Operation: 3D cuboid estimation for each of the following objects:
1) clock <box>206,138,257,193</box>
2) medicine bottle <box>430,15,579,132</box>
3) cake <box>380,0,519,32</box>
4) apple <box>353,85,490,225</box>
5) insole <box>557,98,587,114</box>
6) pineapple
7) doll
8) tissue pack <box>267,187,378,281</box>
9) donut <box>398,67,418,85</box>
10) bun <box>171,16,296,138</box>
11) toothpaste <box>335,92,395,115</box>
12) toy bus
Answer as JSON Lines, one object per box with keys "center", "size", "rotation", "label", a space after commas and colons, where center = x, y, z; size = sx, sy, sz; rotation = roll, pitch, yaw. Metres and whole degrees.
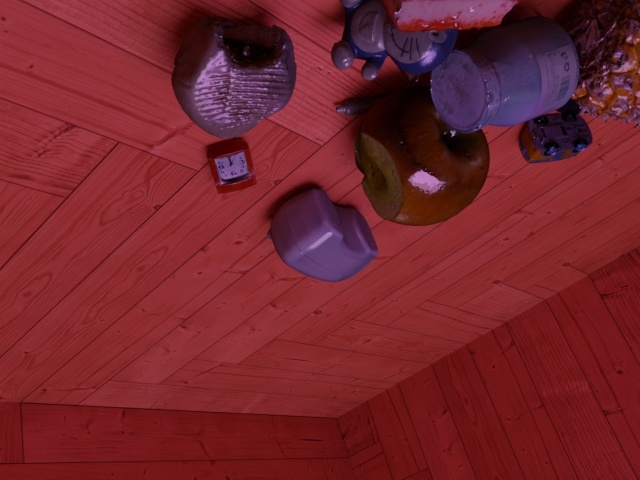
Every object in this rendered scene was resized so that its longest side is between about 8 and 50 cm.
{"center": [-0.241, -0.204, 1.846], "size": [0.113, 0.061, 0.155], "rotation": [-15, 146, -6], "label": "clock"}
{"center": [0.437, -0.395, 1.657], "size": [0.290, 0.245, 0.245], "rotation": [-21, 153, -26], "label": "medicine bottle"}
{"center": [0.246, -0.586, 1.278], "size": [0.270, 0.269, 0.319], "rotation": [-6, 147, -19], "label": "cake"}
{"center": [0.246, -0.217, 1.826], "size": [0.384, 0.374, 0.374], "rotation": [23, 133, -25], "label": "apple"}
{"center": [0.855, -0.433, 2.121], "size": [0.349, 0.009, 0.119], "rotation": [-4, 148, -23], "label": "insole"}
{"center": [0.761, -0.468, 1.718], "size": [0.300, 0.352, 0.352], "rotation": [11, 140, -25], "label": "pineapple"}
{"center": [0.167, -0.458, 1.485], "size": [0.259, 0.228, 0.154], "rotation": [14, -168, 27], "label": "doll"}
{"center": [0.000, 0.000, 2.137], "size": [0.236, 0.229, 0.333], "rotation": [-35, 146, 22], "label": "tissue pack"}
{"center": [0.251, -0.489, 1.579], "size": [0.217, 0.141, 0.085], "rotation": [-42, -179, 39], "label": "donut"}
{"center": [-0.195, -0.363, 1.474], "size": [0.282, 0.204, 0.281], "rotation": [-19, 139, -17], "label": "bun"}
{"center": [0.150, -0.365, 1.820], "size": [0.234, 0.038, 0.060], "rotation": [-12, 154, -17], "label": "toothpaste"}
{"center": [0.727, -0.312, 2.136], "size": [0.210, 0.126, 0.136], "rotation": [-9, 157, -16], "label": "toy bus"}
